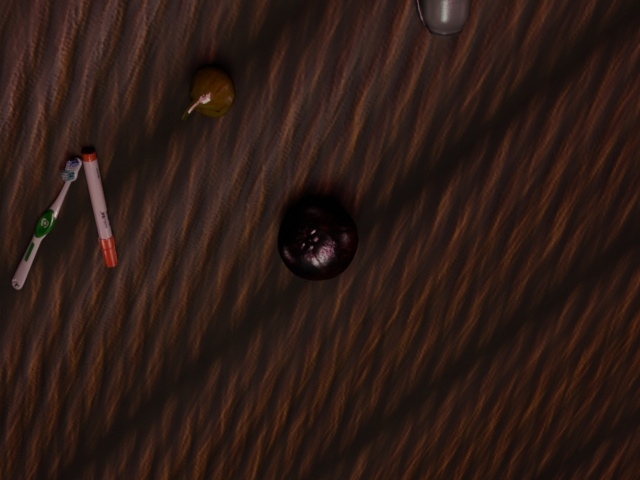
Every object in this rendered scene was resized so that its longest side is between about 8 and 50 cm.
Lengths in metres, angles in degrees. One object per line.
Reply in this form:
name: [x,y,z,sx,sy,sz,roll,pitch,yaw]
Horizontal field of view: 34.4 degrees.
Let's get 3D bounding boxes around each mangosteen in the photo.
mangosteen: [0.000,0.000,1.846,0.152,0.152,0.153,-3,124,-5]

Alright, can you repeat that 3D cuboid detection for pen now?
pen: [-0.389,-0.055,1.823,0.028,0.028,0.239,-6,123,-3]

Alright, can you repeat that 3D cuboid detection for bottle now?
bottle: [0.193,-0.445,1.606,0.096,0.079,0.254,18,128,28]

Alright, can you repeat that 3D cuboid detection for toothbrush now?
toothbrush: [-0.488,-0.026,1.834,0.030,0.030,0.304,22,120,-19]

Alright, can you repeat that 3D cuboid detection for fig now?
fig: [-0.184,-0.237,1.685,0.082,0.098,0.084,49,130,-6]
